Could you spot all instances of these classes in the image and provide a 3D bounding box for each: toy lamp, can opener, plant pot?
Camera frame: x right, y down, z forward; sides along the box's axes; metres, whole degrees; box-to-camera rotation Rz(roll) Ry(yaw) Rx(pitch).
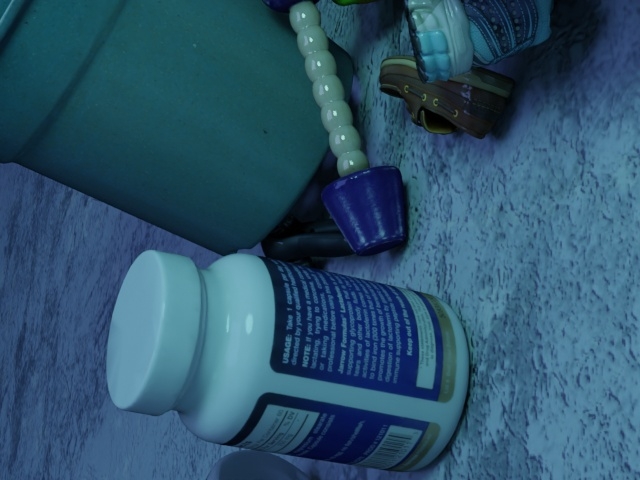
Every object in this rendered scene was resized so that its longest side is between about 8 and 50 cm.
[{"bbox_3d":[0.015,-0.121,1.222,0.080,0.080,0.275,-32,72,56],"label":"toy lamp"},{"bbox_3d":[0.000,0.000,1.314,0.059,0.073,0.186,-45,15,-28],"label":"can opener"},{"bbox_3d":[-0.169,-0.169,1.343,0.341,0.334,0.341,-50,21,28],"label":"plant pot"}]

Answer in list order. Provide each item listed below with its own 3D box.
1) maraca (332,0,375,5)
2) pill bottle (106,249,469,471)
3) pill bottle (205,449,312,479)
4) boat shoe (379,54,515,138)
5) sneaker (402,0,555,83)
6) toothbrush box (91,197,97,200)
[{"bbox_3d":[0.064,-0.302,1.265,0.186,0.099,0.127,-46,37,32],"label":"maraca"},{"bbox_3d":[-0.027,0.094,1.063,0.153,0.264,0.153,-39,44,52],"label":"pill bottle"},{"bbox_3d":[-0.087,0.309,1.251,0.208,0.119,0.119,-62,29,28],"label":"pill bottle"},{"bbox_3d":[0.097,-0.123,1.147,0.178,0.064,0.060,22,96,62],"label":"boat shoe"},{"bbox_3d":[0.133,-0.206,1.093,0.283,0.122,0.110,-85,-16,-60],"label":"sneaker"},{"bbox_3d":[-0.177,-0.168,1.664,0.283,0.122,0.206,-25,56,58],"label":"toothbrush box"}]
